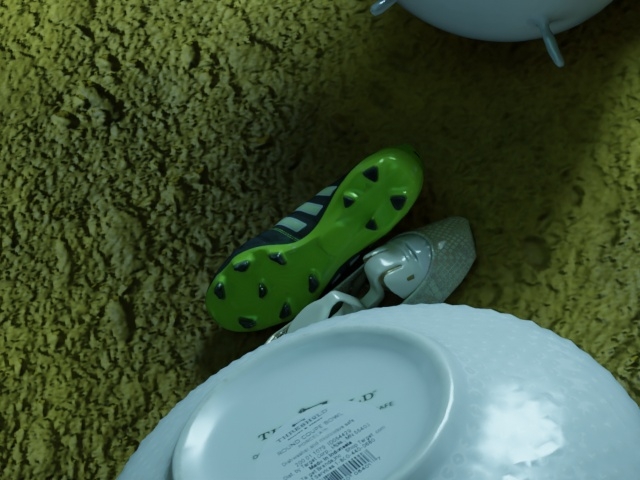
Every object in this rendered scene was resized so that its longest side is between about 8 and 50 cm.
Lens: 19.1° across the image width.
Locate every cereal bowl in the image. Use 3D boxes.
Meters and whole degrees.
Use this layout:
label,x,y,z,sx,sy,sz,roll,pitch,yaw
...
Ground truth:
label,x,y,z,sx,sy,sz,roll,pitch,yaw
cereal bowl,0.019,0.147,1.031,0.339,0.141,0.339,-16,32,11

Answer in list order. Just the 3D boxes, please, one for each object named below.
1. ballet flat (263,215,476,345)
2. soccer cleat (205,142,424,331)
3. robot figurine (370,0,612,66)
label,x,y,z,sx,sy,sz,roll,pitch,yaw
ballet flat,0.031,0.039,1.213,0.168,0.052,0.057,-42,53,-2
soccer cleat,0.000,0.000,1.253,0.179,0.072,0.060,-37,93,21
robot figurine,0.132,-0.280,1.260,0.300,0.200,0.353,10,65,10
